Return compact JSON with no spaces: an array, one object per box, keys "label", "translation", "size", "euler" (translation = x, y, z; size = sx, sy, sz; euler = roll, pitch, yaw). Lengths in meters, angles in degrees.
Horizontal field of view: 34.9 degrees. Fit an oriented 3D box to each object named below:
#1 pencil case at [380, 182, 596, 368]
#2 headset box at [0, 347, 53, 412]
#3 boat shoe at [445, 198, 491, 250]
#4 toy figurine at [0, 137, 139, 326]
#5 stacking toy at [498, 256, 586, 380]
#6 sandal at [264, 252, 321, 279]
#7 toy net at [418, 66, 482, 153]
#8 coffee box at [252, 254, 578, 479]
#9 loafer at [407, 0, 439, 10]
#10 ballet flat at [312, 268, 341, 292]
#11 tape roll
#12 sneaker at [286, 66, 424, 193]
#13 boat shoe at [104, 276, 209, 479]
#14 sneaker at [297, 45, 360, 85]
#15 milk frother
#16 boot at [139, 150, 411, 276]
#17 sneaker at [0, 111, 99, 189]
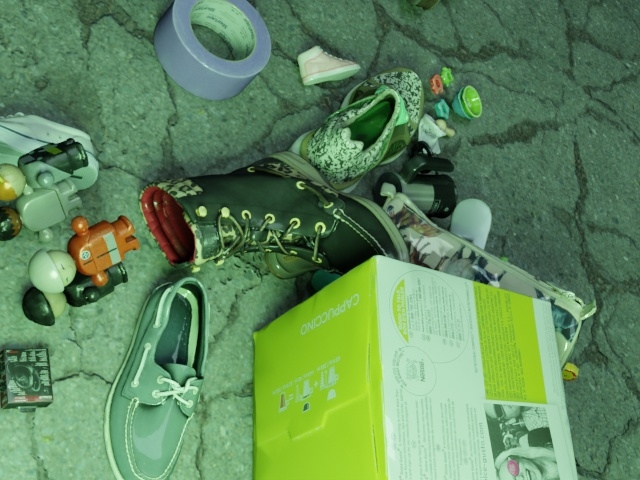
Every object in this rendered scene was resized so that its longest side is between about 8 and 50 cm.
[{"label":"pencil case","translation":[0.242,0.073,1.691],"size":[0.410,0.183,0.160],"euler":[32,15,8]},{"label":"headset box","translation":[-0.390,0.186,1.347],"size":[0.062,0.032,0.083],"euler":[3,66,-34]},{"label":"boat shoe","translation":[0.238,0.056,1.829],"size":[0.096,0.088,0.267],"euler":[14,75,3]},{"label":"toy figurine","translation":[-0.358,-0.009,1.363],"size":[0.148,0.213,0.209],"euler":[-29,81,-25]},{"label":"stacking toy","translation":[0.407,0.146,1.928],"size":[0.221,0.052,0.167],"euler":[33,51,-16]},{"label":"sandal","translation":[0.000,0.000,1.709],"size":[0.219,0.060,0.090],"euler":[-20,79,-41]},{"label":"toy net","translation":[0.246,-0.256,2.009],"size":[0.122,0.045,0.232],"euler":[61,40,-20]},{"label":"coffee box","translation":[0.120,0.261,1.467],"size":[0.335,0.338,0.338],"euler":[15,59,-29]},{"label":"loafer","translation":[0.297,-0.599,2.197],"size":[0.130,0.134,0.366],"euler":[41,49,-10]},{"label":"ballet flat","translation":[0.072,0.088,1.654],"size":[0.188,0.070,0.070],"euler":[26,35,37]},{"label":"tape roll","translation":[-0.185,-0.341,1.750],"size":[0.189,0.080,0.188],"euler":[16,58,-28]},{"label":"sneaker","translation":[0.107,-0.213,1.819],"size":[0.158,0.182,0.410],"euler":[47,46,-6]},{"label":"boat shoe","translation":[-0.219,0.193,1.421],"size":[0.116,0.099,0.319],"euler":[23,54,-24]},{"label":"sneaker","translation":[0.014,-0.335,1.906],"size":[0.134,0.051,0.070],"euler":[-16,82,-36]},{"label":"milk frother","translation":[0.164,-0.114,1.879],"size":[0.135,0.129,0.143],"euler":[1,23,-36]},{"label":"boot","translation":[-0.073,-0.011,1.533],"size":[0.284,0.138,0.377],"euler":[-12,39,-35]},{"label":"sneaker","translation":[-0.446,-0.139,1.460],"size":[0.258,0.094,0.091],"euler":[16,40,-34]}]
